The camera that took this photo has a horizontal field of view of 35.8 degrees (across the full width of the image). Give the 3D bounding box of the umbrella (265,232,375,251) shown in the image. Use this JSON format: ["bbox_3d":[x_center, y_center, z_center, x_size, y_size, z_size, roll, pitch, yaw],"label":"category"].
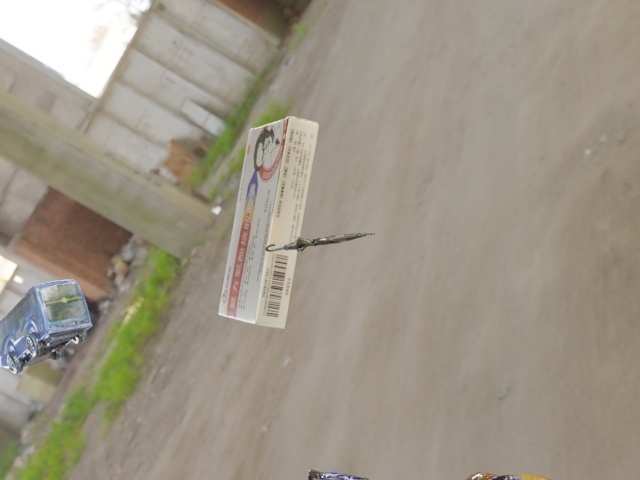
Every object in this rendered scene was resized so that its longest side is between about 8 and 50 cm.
[{"bbox_3d":[-0.001,0.002,1.310,0.022,0.148,0.022,107,154,-59],"label":"umbrella"}]

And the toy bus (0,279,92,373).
[{"bbox_3d":[-0.402,0.125,1.410,0.079,0.094,0.236,-16,-10,-36],"label":"toy bus"}]

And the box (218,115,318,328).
[{"bbox_3d":[-0.094,-0.030,1.739,0.214,0.069,0.353,-179,101,-68],"label":"box"}]

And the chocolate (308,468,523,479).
[{"bbox_3d":[0.141,0.370,1.318,0.148,0.343,0.126,65,-154,-56],"label":"chocolate"}]

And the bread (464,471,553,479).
[{"bbox_3d":[0.323,0.518,1.594,0.312,0.172,0.312,173,90,-66],"label":"bread"}]
